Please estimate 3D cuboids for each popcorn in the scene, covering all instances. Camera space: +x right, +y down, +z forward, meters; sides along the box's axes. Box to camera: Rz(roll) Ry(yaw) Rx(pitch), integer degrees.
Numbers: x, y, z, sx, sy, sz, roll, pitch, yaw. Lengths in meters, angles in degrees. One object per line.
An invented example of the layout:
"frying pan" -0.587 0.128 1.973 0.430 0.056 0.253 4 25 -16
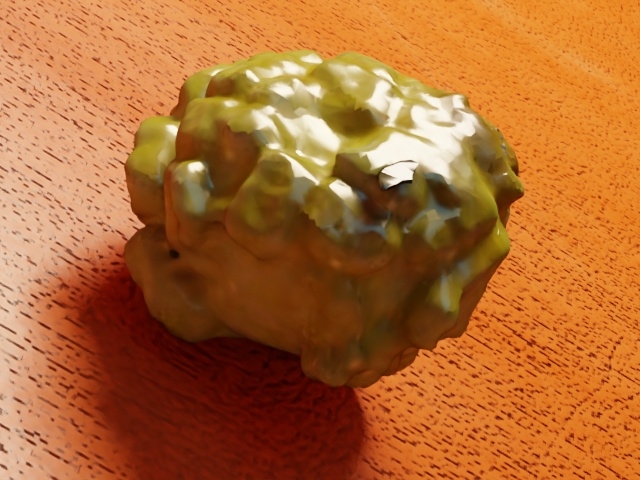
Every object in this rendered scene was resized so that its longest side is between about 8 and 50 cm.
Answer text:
"popcorn" 0.004 -0.009 0.829 0.173 0.142 0.173 28 24 -14
